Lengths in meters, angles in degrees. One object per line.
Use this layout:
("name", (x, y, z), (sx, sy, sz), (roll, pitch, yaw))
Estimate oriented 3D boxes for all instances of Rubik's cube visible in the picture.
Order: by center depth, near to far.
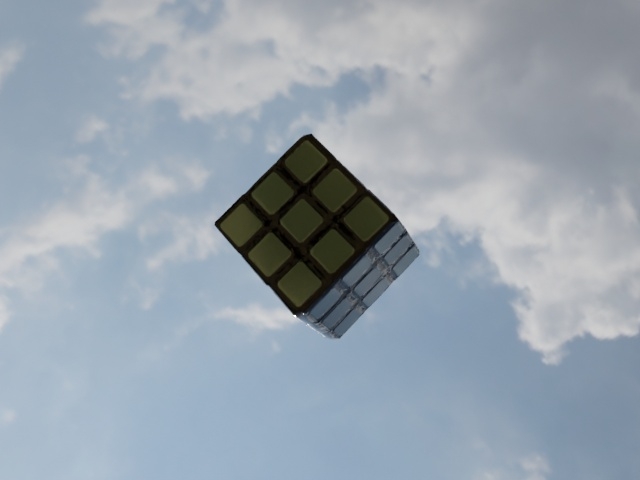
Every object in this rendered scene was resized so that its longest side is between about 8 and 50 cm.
("Rubik's cube", (0.000, 0.000, 1.188), (0.163, 0.160, 0.162), (-46, -112, -1))
